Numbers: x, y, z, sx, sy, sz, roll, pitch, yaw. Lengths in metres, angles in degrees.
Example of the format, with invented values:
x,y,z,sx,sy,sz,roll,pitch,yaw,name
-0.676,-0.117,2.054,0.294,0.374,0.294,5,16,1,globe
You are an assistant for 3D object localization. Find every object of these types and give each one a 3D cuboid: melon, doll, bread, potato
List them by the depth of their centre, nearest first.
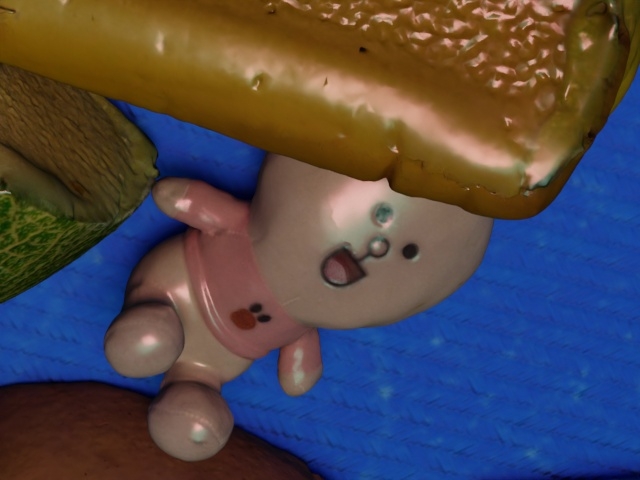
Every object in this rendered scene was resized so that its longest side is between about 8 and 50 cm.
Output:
x,y,z,sx,sy,sz,roll,pitch,yaw,name
-0.030,-0.131,0.929,0.384,0.112,0.166,17,90,2,bread
-0.260,0.005,0.989,0.323,0.196,0.124,-21,90,16,melon
-0.005,-0.002,1.034,0.275,0.113,0.155,-38,111,3,doll
-0.094,0.192,1.059,0.189,0.211,0.264,-33,110,11,potato

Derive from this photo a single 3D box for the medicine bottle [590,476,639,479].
x,y,z,sx,sy,sz,roll,pitch,yaw,name
0.196,0.173,1.165,0.191,0.051,0.051,-3,115,-6,medicine bottle
